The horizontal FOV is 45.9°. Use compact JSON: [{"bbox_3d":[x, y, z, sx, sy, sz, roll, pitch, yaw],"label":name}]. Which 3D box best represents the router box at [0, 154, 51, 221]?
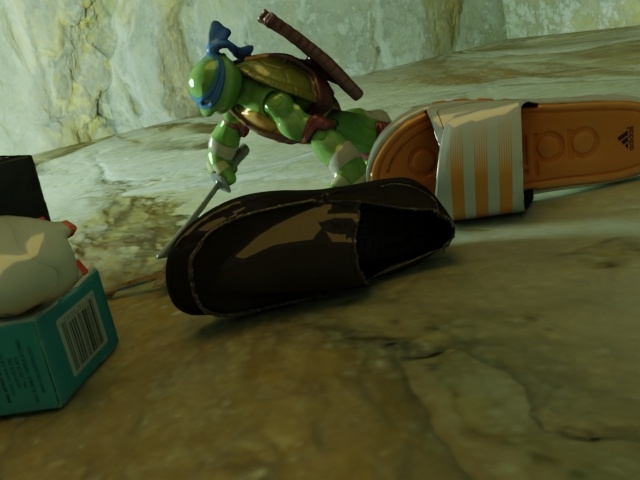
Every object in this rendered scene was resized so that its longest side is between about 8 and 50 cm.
[{"bbox_3d":[-0.416,0.002,0.622,0.309,0.081,0.243,-22,19,-37],"label":"router box"}]

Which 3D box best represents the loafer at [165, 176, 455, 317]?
[{"bbox_3d":[0.000,0.000,0.532,0.220,0.080,0.078,-18,16,-21],"label":"loafer"}]

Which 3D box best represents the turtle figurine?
[{"bbox_3d":[-0.017,-0.066,0.749,0.266,0.274,0.198,0,-19,-38],"label":"turtle figurine"}]

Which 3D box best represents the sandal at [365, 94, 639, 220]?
[{"bbox_3d":[0.169,-0.074,0.628,0.265,0.102,0.076,-10,13,1],"label":"sandal"}]

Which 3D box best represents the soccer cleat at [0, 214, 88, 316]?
[{"bbox_3d":[-0.232,0.012,0.476,0.196,0.068,0.076,3,24,36],"label":"soccer cleat"}]

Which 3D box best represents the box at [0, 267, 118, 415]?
[{"bbox_3d":[-0.271,0.079,0.501,0.244,0.060,0.100,-10,15,9],"label":"box"}]

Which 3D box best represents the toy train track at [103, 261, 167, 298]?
[{"bbox_3d":[-0.147,0.038,0.645,0.083,0.014,0.048,-16,22,10],"label":"toy train track"}]
